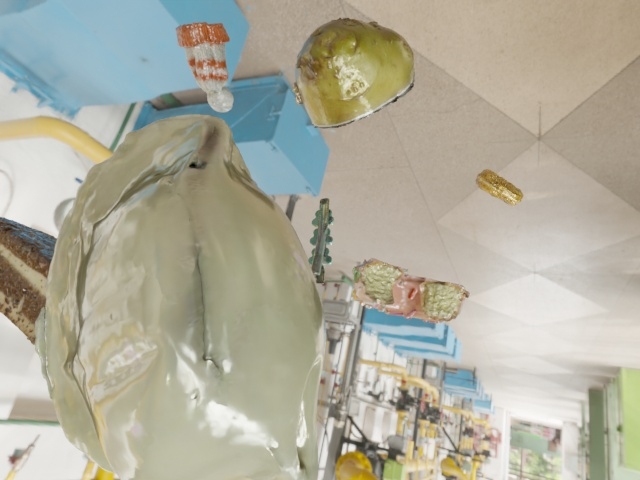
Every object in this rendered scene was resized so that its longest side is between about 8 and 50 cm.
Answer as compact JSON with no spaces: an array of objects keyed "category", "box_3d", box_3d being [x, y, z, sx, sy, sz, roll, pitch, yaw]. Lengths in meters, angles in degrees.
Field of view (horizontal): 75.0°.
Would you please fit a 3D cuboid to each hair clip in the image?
[{"category":"hair clip","box_3d":[-0.001,0.000,0.765,0.049,0.173,0.049,5,149,3]}]

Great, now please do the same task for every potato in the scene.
[{"category":"potato","box_3d":[0.077,-0.417,0.958,0.246,0.299,0.196,26,151,44]}]

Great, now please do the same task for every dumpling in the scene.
[{"category":"dumpling","box_3d":[-0.158,0.074,0.405,0.315,0.395,0.233,-14,175,9]}]

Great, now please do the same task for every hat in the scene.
[{"category":"hat","box_3d":[-0.211,-0.324,0.791,0.093,0.112,0.162,-13,121,-15]}]

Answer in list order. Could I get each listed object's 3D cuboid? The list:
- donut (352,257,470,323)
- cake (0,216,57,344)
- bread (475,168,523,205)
[{"category":"donut","box_3d":[0.112,0.075,0.595,0.166,0.065,0.117,17,169,-11]},{"category":"cake","box_3d":[-0.433,0.063,0.656,0.246,0.112,0.135,25,173,21]},{"category":"bread","box_3d":[0.401,-0.118,0.937,0.110,0.044,0.083,35,-157,7]}]
